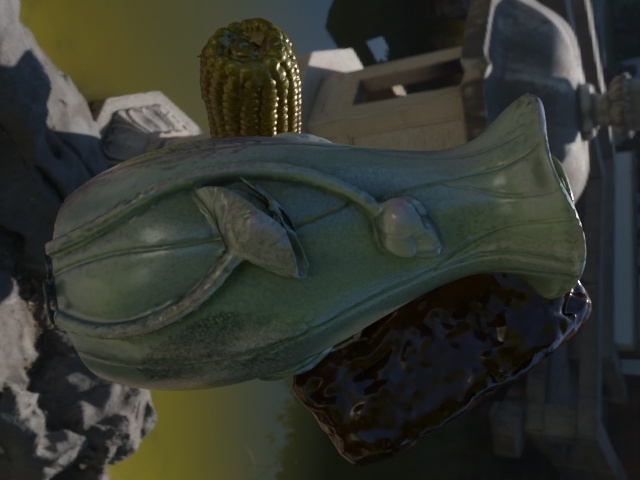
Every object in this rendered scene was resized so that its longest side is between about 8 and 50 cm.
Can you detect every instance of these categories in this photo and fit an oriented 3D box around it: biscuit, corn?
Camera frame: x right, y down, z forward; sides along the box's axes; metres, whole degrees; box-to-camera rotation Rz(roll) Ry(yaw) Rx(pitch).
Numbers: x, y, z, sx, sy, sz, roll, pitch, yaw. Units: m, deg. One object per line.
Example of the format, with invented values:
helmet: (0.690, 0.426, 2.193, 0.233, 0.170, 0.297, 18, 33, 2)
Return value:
biscuit: (0.164, 0.147, 0.818, 0.166, 0.395, 0.343, 56, -4, 16)
corn: (-0.086, -0.145, 0.835, 0.344, 0.131, 0.131, 86, 17, -59)

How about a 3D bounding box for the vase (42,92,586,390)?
vase: (0.000, 0.000, 0.549, 0.250, 0.445, 0.250, -11, 90, -86)
